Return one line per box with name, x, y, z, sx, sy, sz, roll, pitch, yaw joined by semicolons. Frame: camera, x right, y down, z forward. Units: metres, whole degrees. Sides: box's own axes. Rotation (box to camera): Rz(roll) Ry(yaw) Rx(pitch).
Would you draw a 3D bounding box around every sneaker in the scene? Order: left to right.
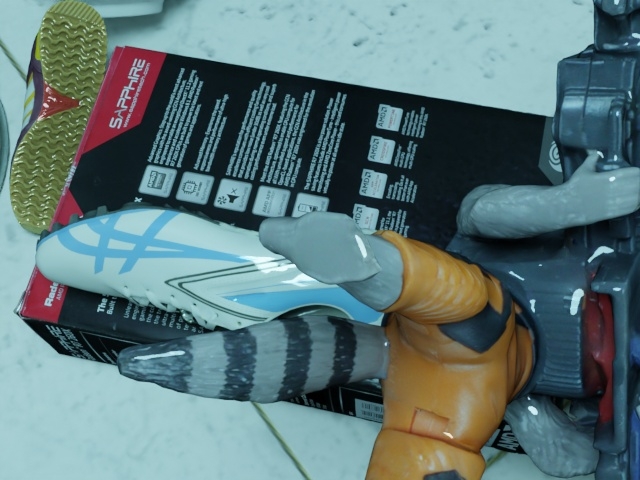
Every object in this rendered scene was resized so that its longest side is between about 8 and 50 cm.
sneaker;-0.209;-0.096;0.780;0.069;0.084;0.186;12;88;-18
sneaker;-0.068;0.027;0.597;0.237;0.085;0.086;5;75;9

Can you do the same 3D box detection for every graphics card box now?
graphics card box;0.000;0.000;0.699;0.370;0.094;0.233;10;66;9

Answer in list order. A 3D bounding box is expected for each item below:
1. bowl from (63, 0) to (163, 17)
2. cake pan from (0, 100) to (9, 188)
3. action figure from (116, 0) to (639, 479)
bowl;-0.175;-0.232;0.815;0.170;0.170;0.080;-1;108;3
cake pan;-0.405;-0.069;0.778;0.293;0.054;0.293;-1;64;3
action figure;0.077;0.007;0.495;0.178;0.330;0.341;9;106;38
